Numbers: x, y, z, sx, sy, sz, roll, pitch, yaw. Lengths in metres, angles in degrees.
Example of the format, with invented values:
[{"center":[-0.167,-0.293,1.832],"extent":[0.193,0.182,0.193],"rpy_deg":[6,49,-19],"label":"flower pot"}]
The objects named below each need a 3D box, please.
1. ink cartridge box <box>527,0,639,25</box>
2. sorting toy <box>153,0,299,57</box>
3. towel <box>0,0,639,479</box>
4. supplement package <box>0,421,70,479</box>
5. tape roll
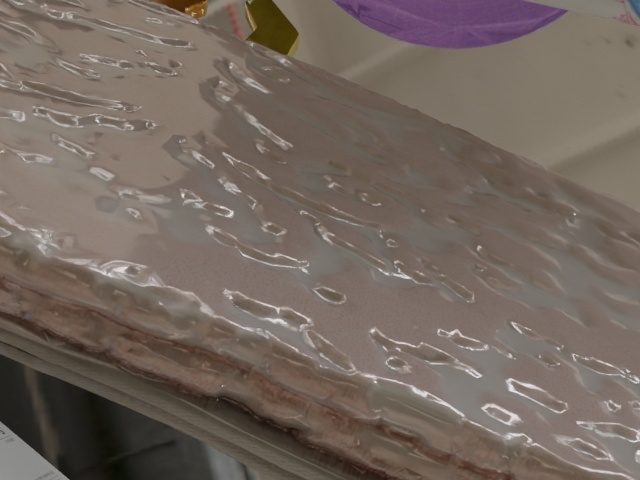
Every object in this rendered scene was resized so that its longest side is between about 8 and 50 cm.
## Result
[{"center":[0.173,-0.232,0.820],"extent":[0.306,0.131,0.226],"rpy_deg":[14,-100,0],"label":"ink cartridge box"},{"center":[-0.091,-0.041,1.075],"extent":[0.229,0.041,0.307],"rpy_deg":[20,-118,8],"label":"sorting toy"},{"center":[0.000,0.000,0.614],"extent":[0.332,0.317,0.053],"rpy_deg":[24,-68,-4],"label":"towel"},{"center":[-0.228,0.181,0.757],"extent":[0.263,0.198,0.199],"rpy_deg":[39,-86,4],"label":"supplement package"},{"center":[0.100,-0.285,1.182],"extent":[0.275,0.090,0.274],"rpy_deg":[-1,-70,-2],"label":"tape roll"}]
